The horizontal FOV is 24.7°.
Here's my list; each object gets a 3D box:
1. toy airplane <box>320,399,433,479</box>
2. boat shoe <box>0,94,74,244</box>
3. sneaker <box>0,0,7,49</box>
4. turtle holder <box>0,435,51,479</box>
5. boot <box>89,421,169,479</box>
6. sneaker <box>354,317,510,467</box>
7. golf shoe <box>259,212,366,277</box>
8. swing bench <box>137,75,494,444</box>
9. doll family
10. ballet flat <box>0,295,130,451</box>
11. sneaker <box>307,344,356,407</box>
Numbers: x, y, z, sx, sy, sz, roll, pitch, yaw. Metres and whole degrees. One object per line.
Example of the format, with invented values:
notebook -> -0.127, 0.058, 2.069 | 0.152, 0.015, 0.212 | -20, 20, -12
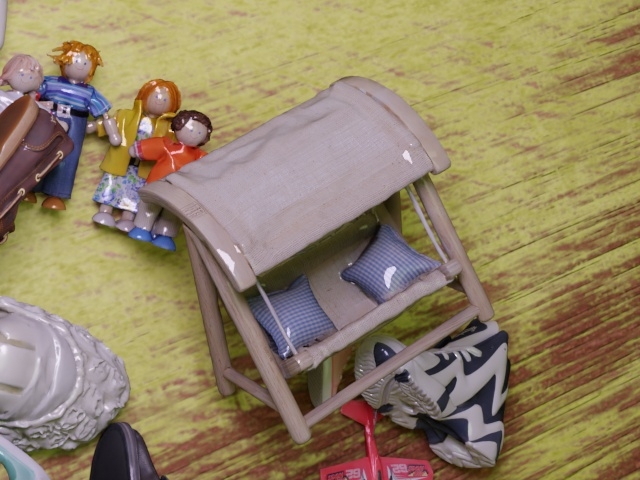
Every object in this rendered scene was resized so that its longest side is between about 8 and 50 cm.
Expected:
toy airplane -> 0.054, 0.231, 1.585 | 0.151, 0.028, 0.151 | 3, 84, -34
boat shoe -> -0.296, -0.032, 1.299 | 0.207, 0.073, 0.073 | -54, 125, -20
sneaker -> -0.313, -0.294, 1.396 | 0.086, 0.085, 0.237 | -3, 86, -9
turtle holder -> -0.376, 0.263, 1.269 | 0.320, 0.243, 0.227 | 21, 54, 18
boot -> -0.101, 0.293, 1.476 | 0.229, 0.091, 0.263 | -10, 80, -39
sneaker -> 0.132, 0.130, 1.586 | 0.235, 0.094, 0.153 | 39, 56, -30
golf shoe -> 0.000, 0.000, 1.566 | 0.176, 0.069, 0.086 | -3, 108, -25
swing bench -> 0.001, 0.009, 1.410 | 0.253, 0.165, 0.254 | -32, 120, -24
doll family -> -0.225, -0.105, 1.427 | 0.263, 0.118, 0.163 | 17, 94, -19
ballet flat -> -0.348, 0.099, 1.327 | 0.409, 0.147, 0.147 | 22, 76, -25
sneaker -> 0.025, 0.114, 1.565 | 0.070, 0.051, 0.134 | 4, 80, -22
